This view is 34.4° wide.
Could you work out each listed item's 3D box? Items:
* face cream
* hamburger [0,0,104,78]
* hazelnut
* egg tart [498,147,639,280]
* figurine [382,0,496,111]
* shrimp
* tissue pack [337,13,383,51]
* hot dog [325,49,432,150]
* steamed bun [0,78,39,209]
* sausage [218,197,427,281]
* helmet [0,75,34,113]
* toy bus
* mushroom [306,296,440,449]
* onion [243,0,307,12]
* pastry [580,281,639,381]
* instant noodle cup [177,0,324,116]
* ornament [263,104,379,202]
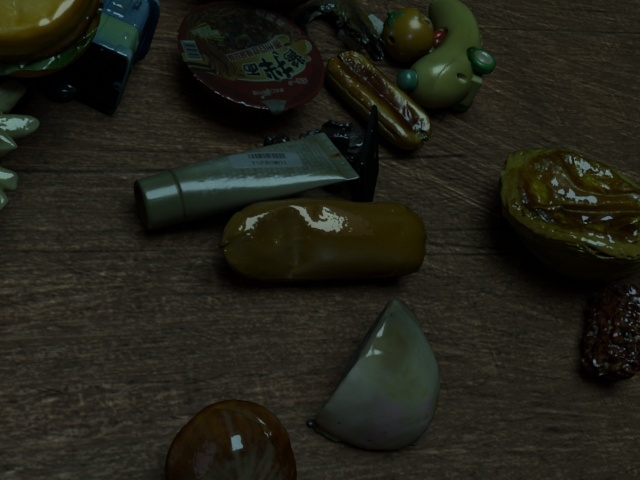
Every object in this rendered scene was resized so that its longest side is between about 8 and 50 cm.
[{"bbox_3d":[-0.120,-0.097,1.637,0.341,0.084,0.137,-16,42,-19],"label":"face cream"},{"bbox_3d":[-0.432,-0.340,1.493,0.246,0.170,0.246,1,72,-3],"label":"hamburger"},{"bbox_3d":[-0.119,0.295,1.330,0.182,0.182,0.182,13,50,-16],"label":"hazelnut"},{"bbox_3d":[0.469,-0.040,1.878,0.339,0.153,0.351,37,37,24],"label":"egg tart"},{"bbox_3d":[0.224,-0.385,2.067,0.222,0.124,0.325,16,46,-10],"label":"figurine"},{"bbox_3d":[0.037,-0.412,2.014,0.152,0.046,0.219,-18,51,-21],"label":"shrimp"},{"bbox_3d":[0.088,-0.420,2.086,0.056,0.023,0.108,44,48,14],"label":"tissue pack"},{"bbox_3d":[0.105,-0.261,1.941,0.100,0.068,0.249,-34,71,-30],"label":"hot dog"},{"bbox_3d":[-0.537,-0.117,1.443,0.247,0.189,0.428,11,49,-28],"label":"steamed bun"},{"bbox_3d":[-0.002,-0.001,1.647,0.353,0.116,0.134,2,98,-25],"label":"sausage"},{"bbox_3d":[-0.499,-0.243,1.637,0.111,0.057,0.089,29,89,3],"label":"helmet"},{"bbox_3d":[-0.442,-0.359,1.694,0.312,0.152,0.190,23,48,-7],"label":"toy bus"},{"bbox_3d":[0.125,0.193,1.522,0.162,0.173,0.236,34,47,-1],"label":"mushroom"},{"bbox_3d":[-0.109,-0.590,1.920,0.353,0.354,0.354,13,50,-16],"label":"onion"},{"bbox_3d":[0.518,0.160,1.787,0.097,0.115,0.208,37,44,-12],"label":"pastry"},{"bbox_3d":[-0.134,-0.303,1.841,0.274,0.091,0.274,13,49,-16],"label":"instant noodle cup"},{"bbox_3d":[-0.002,-0.141,1.794,0.196,0.153,0.166,6,47,9],"label":"ornament"}]
